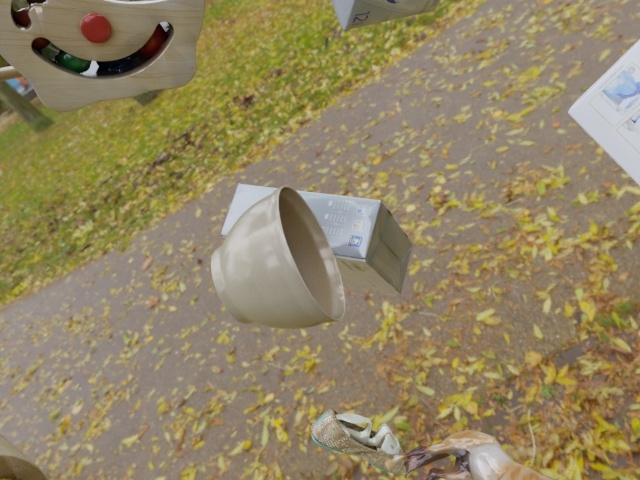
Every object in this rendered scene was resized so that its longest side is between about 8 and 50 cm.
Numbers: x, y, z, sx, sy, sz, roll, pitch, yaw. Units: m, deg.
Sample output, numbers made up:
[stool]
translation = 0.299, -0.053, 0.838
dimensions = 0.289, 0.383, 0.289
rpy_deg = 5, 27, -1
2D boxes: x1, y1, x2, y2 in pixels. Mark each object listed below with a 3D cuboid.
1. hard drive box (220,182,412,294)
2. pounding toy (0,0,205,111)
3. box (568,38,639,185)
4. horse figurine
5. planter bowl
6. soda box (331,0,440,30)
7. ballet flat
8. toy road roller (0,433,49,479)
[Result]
[hard drive box]
translation = 0.000, 0.000, 0.832
dimensions = 0.232, 0.181, 0.089
rpy_deg = 9, 74, 26
[pounding toy]
translation = -0.272, -0.242, 0.595
dimensions = 0.270, 0.154, 0.155
rpy_deg = -18, 40, -18
[box]
translation = 0.382, -0.102, 0.571
dimensions = 0.114, 0.203, 0.103
rpy_deg = -15, -27, -45
[horse figurine]
translation = 0.193, 0.300, 0.689
dimensions = 0.175, 0.066, 0.263
rpy_deg = -17, 7, -16
[planter bowl]
translation = -0.055, 0.032, 0.627
dimensions = 0.109, 0.162, 0.162
rpy_deg = -23, 32, 14
[soda box]
translation = 0.019, -0.325, 0.447
dimensions = 0.091, 0.286, 0.098
rpy_deg = -18, -11, -13
[ballet flat]
translation = 0.083, 0.343, 0.947
dimensions = 0.067, 0.206, 0.073
rpy_deg = -59, 23, 13
[toy road roller]
translation = -0.359, 0.130, 0.374
dimensions = 0.203, 0.330, 0.240
rpy_deg = 3, 82, 43
